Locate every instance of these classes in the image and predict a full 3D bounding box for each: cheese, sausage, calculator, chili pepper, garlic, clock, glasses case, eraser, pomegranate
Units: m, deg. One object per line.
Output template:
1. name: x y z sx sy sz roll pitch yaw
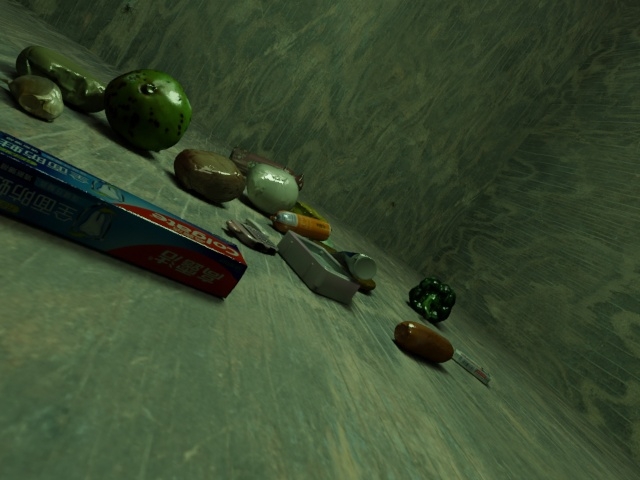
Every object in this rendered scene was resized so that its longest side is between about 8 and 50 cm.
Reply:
1. cheese: -0.167 -0.172 1.395 0.189 0.154 0.198 14 19 -16
2. sausage: 0.260 0.253 1.001 0.197 0.076 0.076 32 9 -34
3. cheese: -0.637 -0.396 0.989 0.175 0.091 0.202 37 10 9
4. calculator: -0.161 -0.009 0.951 0.103 0.024 0.166 42 8 36
5. sausage: -0.069 -0.050 1.322 0.234 0.071 0.071 14 21 -43
6. chili pepper: 0.440 0.232 1.576 0.174 0.165 0.261 50 13 13
7. garlic: -0.554 -0.290 0.790 0.152 0.066 0.084 43 12 30
8. clock: -0.009 0.064 1.015 0.150 0.063 0.197 29 11 -45
9. glasses case: -0.166 -0.033 1.068 0.083 0.021 0.032 40 7 29
10. eraser: 0.454 0.379 1.223 0.122 0.029 0.052 39 8 16
11. pomegranate: -0.448 -0.326 1.065 0.211 0.211 0.263 35 -25 -3

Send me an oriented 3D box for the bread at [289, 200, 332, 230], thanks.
1. bread: -0.050 -0.092 1.688 0.161 0.088 0.233 46 10 31

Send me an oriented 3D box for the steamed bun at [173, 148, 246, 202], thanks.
1. steamed bun: -0.288 -0.163 1.058 0.175 0.106 0.145 8 31 -43

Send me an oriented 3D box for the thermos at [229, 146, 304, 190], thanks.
1. thermos: -0.236 -0.285 1.762 0.330 0.136 0.109 22 -18 -2

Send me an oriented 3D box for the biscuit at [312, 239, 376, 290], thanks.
1. biscuit: 0.070 0.084 1.322 0.262 0.037 0.262 35 8 -6

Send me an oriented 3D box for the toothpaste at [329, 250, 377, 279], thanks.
1. toothpaste: 0.086 0.064 1.087 0.096 0.061 0.266 40 -6 -7

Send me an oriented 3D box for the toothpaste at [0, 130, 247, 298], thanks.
1. toothpaste: -0.245 -0.019 0.513 0.320 0.066 0.076 29 10 -36

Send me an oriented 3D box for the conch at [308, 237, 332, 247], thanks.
1. conch: 0.003 -0.007 1.471 0.088 0.065 0.180 40 4 35
